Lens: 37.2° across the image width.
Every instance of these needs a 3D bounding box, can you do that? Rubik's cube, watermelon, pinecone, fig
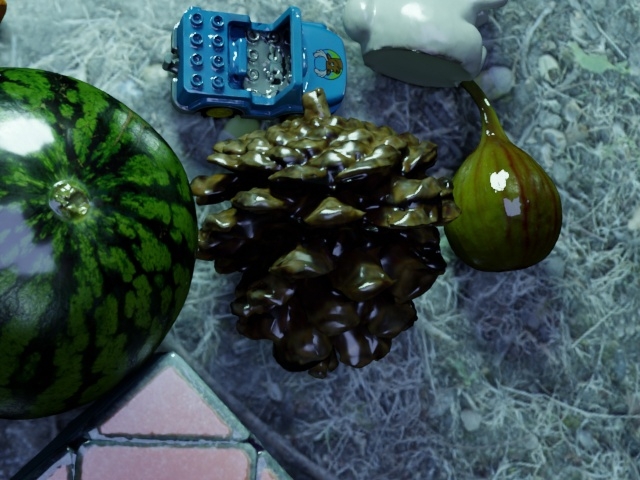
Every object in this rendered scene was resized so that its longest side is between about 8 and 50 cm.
[{"bbox_3d":[-0.143,0.234,0.813,0.205,0.205,0.207,-44,94,-16],"label":"Rubik's cube"},{"bbox_3d":[-0.241,0.000,0.774,0.285,0.285,0.285,2,83,-15],"label":"watermelon"},{"bbox_3d":[0.011,-0.007,0.875,0.243,0.243,0.257,-37,119,-16],"label":"pinecone"},{"bbox_3d":[0.181,-0.082,0.996,0.124,0.124,0.236,-1,72,-15],"label":"fig"}]

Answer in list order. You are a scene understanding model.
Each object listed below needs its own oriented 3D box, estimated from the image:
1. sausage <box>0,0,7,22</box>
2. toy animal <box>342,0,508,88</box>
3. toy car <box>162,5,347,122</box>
[{"bbox_3d":[-0.343,-0.185,0.892,0.039,0.041,0.131,29,75,12],"label":"sausage"},{"bbox_3d":[0.101,-0.261,0.980,0.178,0.127,0.193,4,85,-13],"label":"toy animal"},{"bbox_3d":[-0.056,-0.175,0.939,0.191,0.100,0.097,2,79,-19],"label":"toy car"}]
